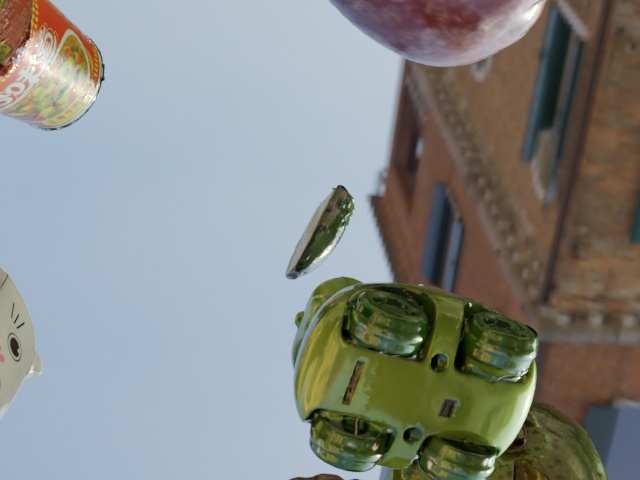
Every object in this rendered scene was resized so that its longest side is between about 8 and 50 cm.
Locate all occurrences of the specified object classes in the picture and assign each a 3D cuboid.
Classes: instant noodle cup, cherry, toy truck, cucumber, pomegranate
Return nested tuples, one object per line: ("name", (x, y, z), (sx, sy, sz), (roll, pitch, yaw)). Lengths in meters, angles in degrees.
("instant noodle cup", (-0.356, -0.220, 1.780), (0.193, 0.193, 0.212), (22, 175, 27))
("cherry", (0.109, -0.258, 1.270), (0.285, 0.236, 0.213), (18, -150, -16))
("toy truck", (0.057, 0.094, 1.234), (0.187, 0.148, 0.210), (7, -160, -32))
("cucumber", (0.000, 0.000, 1.552), (0.035, 0.067, 0.107), (33, -122, -9))
("pomegranate", (0.170, 0.295, 1.500), (0.236, 0.301, 0.236), (-2, -154, 1))

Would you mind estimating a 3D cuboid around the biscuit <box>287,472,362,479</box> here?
("biscuit", (0.012, 0.254, 1.262), (0.183, 0.118, 0.061), (32, -171, -32))

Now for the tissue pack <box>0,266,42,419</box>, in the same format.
("tissue pack", (-0.472, 0.149, 1.766), (0.236, 0.229, 0.333), (50, -157, -15))
